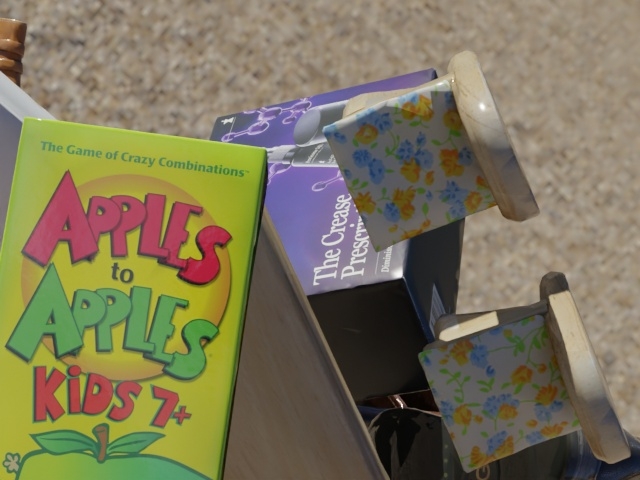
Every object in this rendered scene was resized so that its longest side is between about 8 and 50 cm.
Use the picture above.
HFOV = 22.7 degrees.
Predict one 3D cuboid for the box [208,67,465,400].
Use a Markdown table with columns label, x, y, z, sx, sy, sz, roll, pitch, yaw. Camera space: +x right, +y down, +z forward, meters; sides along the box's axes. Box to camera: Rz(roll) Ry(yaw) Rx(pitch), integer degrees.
| label | x | y | z | sx | sy | sz | roll | pitch | yaw |
| --- | --- | --- | --- | --- | --- | --- | --- | --- | --- |
| box | 0.000 | 0.000 | 1.135 | 0.261 | 0.184 | 0.103 | -78 | 149 | -53 |

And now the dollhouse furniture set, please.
| label | x | y | z | sx | sy | sz | roll | pitch | yaw |
| --- | --- | --- | --- | --- | --- | --- | --- | --- | --- |
| dollhouse furniture set | -0.015 | 0.164 | 0.791 | 0.256 | 0.362 | 0.394 | -81 | 148 | -74 |

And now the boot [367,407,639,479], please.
| label | x | y | z | sx | sy | sz | roll | pitch | yaw |
| --- | --- | --- | --- | --- | --- | --- | --- | --- | --- |
| boot | 0.170 | 0.165 | 1.037 | 0.229 | 0.263 | 0.091 | 14 | 73 | -32 |

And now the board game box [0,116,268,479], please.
| label | x | y | z | sx | sy | sz | roll | pitch | yaw |
| --- | --- | --- | --- | --- | --- | --- | --- | --- | --- |
| board game box | -0.077 | 0.051 | 0.590 | 0.092 | 0.181 | 0.043 | 7 | -11 | 1 |

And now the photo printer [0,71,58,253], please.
| label | x | y | z | sx | sy | sz | roll | pitch | yaw |
| --- | --- | --- | --- | --- | --- | --- | --- | --- | --- |
| photo printer | -0.314 | -0.011 | 1.391 | 0.307 | 0.256 | 0.107 | 43 | 5 | -25 |

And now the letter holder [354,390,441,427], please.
| label | x | y | z | sx | sy | sz | roll | pitch | yaw |
| --- | --- | --- | --- | --- | --- | --- | --- | --- | --- |
| letter holder | -0.026 | 0.218 | 1.476 | 0.152 | 0.302 | 0.214 | 9 | 28 | -36 |

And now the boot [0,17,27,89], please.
| label | x | y | z | sx | sy | sz | roll | pitch | yaw |
| --- | --- | --- | --- | --- | --- | --- | --- | --- | --- |
| boot | -0.354 | -0.171 | 1.780 | 0.197 | 0.152 | 0.073 | 17 | -8 | 36 |
